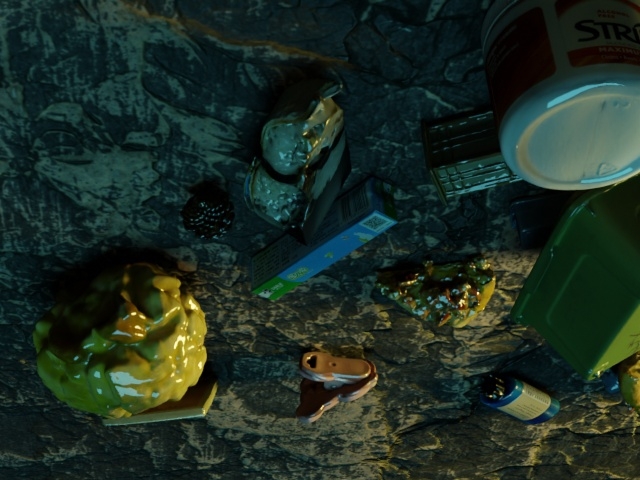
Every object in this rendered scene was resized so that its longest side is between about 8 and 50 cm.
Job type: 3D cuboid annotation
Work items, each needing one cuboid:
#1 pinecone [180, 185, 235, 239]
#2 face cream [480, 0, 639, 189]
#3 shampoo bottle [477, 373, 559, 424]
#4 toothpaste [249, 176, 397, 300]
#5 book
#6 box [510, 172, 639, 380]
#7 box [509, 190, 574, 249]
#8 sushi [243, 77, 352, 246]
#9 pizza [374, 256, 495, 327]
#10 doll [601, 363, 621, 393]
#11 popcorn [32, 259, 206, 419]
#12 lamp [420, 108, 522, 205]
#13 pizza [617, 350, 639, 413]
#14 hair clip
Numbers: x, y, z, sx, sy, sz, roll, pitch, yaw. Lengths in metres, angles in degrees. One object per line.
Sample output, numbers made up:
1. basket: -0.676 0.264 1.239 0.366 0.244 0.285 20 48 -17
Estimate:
1. pinecone: -0.153 -0.035 1.565 0.077 0.077 0.083 -14 155 15
2. face cream: 0.294 -0.184 1.291 0.201 0.187 0.201 -3 145 -2
3. shampoo bottle: 0.368 0.298 2.119 0.087 0.050 0.183 -28 139 35
4. toothpaste: 0.000 0.000 1.639 0.050 0.065 0.267 23 137 -38
5. book: -0.267 0.274 1.917 0.170 0.018 0.241 -6 -175 1
6. box: 0.435 0.039 1.575 0.253 0.177 0.328 -23 150 -22
7. box: 0.329 -0.026 1.640 0.099 0.054 0.074 -9 143 9
8. sushi: -0.041 -0.117 1.429 0.109 0.134 0.273 24 159 14
9. pizza: 0.177 0.085 1.772 0.194 0.069 0.154 5 145 -15
10. doll: 0.561 0.252 2.076 0.083 0.050 0.076 -23 145 23
11. popcorn: -0.304 0.172 1.734 0.265 0.225 0.332 -8 157 -2
12. lamp: 0.297 -0.138 1.447 0.326 0.090 0.089 -13 145 14
13. pizza: 0.660 0.243 2.005 0.336 0.086 0.226 21 125 -42
14. hair clip: 0.026 0.256 1.978 0.138 0.123 0.102 4 125 -5
